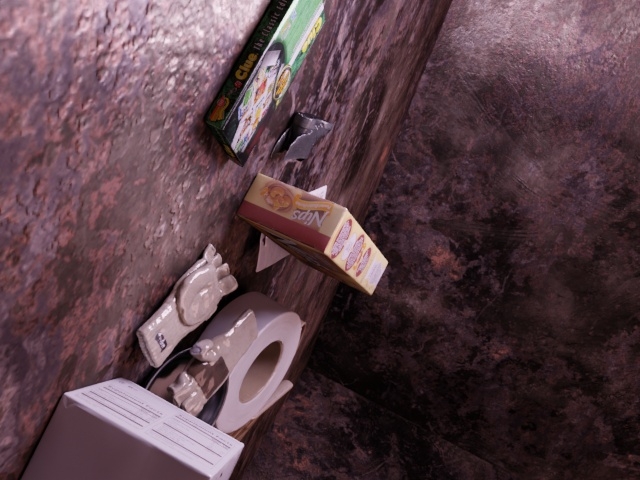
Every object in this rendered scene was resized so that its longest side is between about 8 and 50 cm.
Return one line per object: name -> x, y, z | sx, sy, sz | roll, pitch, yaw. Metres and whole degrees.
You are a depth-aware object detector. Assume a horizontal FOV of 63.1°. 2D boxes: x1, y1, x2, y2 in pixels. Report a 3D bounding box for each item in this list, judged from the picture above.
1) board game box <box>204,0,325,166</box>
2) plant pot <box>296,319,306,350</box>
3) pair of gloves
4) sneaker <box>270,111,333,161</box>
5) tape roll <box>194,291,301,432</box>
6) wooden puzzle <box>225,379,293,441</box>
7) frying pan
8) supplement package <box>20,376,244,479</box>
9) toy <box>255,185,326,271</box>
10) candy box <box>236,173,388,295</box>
board game box -> -0.066, -0.236, 0.701 | 0.260, 0.030, 0.136 | -63, 169, -10
plant pot -> -0.143, 0.331, 1.566 | 0.237, 0.109, 0.237 | -63, 172, -17
pair of gloves -> -0.189, 0.149, 0.832 | 0.204, 0.042, 0.240 | -55, 145, -37
sneaker -> -0.031, -0.189, 0.971 | 0.089, 0.051, 0.170 | -67, 166, 15
tape roll -> -0.160, 0.253, 1.100 | 0.286, 0.100, 0.286 | -48, 153, -34
wooden puzzle -> -0.249, 0.499, 1.338 | 0.348, 0.080, 0.322 | -48, 168, 9
frying pan -> -0.218, 0.316, 0.918 | 0.197, 0.053, 0.326 | -50, 139, -32
supplement package -> -0.253, 0.341, 0.644 | 0.262, 0.203, 0.145 | -64, 172, -3
toy -> -0.071, -0.037, 1.093 | 0.237, 0.056, 0.137 | -25, 133, -54
candy box -> 0.000, 0.000, 0.981 | 0.088, 0.182, 0.316 | -63, 155, -8
